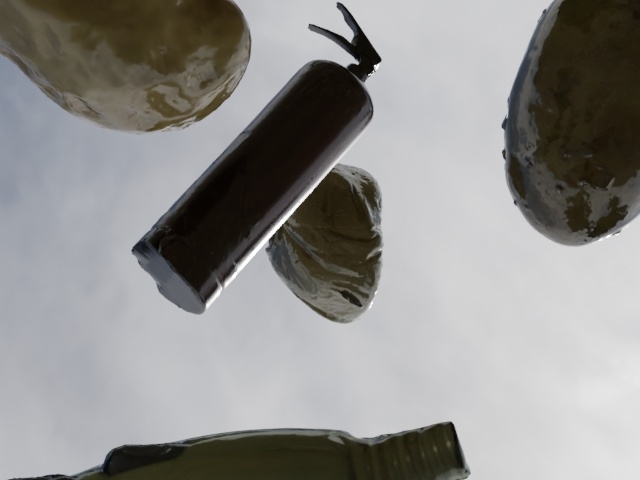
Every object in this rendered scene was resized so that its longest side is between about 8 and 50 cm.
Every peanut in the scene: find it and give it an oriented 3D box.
[{"bbox_3d":[-0.223,-0.198,0.886,0.387,0.192,0.169,30,-160,-5],"label":"peanut"}]

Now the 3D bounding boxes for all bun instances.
[{"bbox_3d":[0.000,0.000,1.395,0.113,0.173,0.166,6,-93,-12],"label":"bun"}]

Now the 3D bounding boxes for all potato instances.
[{"bbox_3d":[0.255,-0.124,1.260,0.165,0.165,0.262,16,-91,4],"label":"potato"}]

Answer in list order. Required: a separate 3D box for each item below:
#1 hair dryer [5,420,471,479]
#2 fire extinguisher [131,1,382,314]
[{"bbox_3d":[-0.150,0.055,0.432,0.298,0.296,0.119,-36,-156,15],"label":"hair dryer"},{"bbox_3d":[-0.037,-0.069,1.018,0.089,0.072,0.268,38,-112,6],"label":"fire extinguisher"}]
